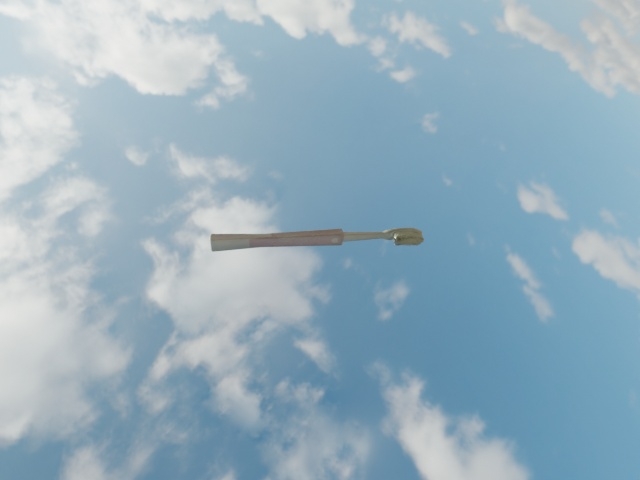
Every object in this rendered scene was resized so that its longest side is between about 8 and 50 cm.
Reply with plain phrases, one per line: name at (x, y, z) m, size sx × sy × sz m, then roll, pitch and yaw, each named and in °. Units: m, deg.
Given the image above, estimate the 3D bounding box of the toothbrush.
toothbrush at (0.000, -0.001, 0.384) m, size 0.194 × 0.014 × 0.017 m, roll -1°, pitch -145°, yaw -5°
